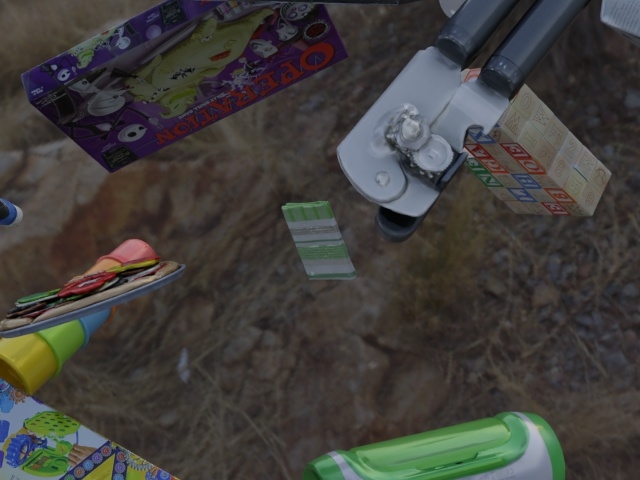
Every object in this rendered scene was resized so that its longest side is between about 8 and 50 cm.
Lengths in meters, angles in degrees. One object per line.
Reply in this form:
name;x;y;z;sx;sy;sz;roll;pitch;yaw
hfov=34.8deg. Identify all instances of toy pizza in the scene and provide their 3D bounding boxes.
toy pizza;-0.237;0.051;1.051;0.201;0.032;0.201;-18;6;2

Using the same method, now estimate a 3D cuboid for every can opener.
can opener;0.112;-0.127;0.715;0.280;0.074;0.093;-51;-6;-11

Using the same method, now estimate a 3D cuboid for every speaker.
speaker;0.134;0.285;1.205;0.297;0.131;0.131;-8;27;-20

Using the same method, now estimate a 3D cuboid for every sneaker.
sneaker;-0.603;-0.066;1.786;0.152;0.084;0.058;19;82;25

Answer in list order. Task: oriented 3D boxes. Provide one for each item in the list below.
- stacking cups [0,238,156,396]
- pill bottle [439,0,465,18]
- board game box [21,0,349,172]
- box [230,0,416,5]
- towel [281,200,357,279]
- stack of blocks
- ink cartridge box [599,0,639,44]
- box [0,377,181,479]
stacking cups;-0.334;0.106;1.415;0.096;0.096;0.316;-6;24;34
pill bottle;0.234;-0.381;1.528;0.065;0.065;0.116;7;42;45
board game box;-0.152;-0.210;1.222;0.347;0.208;0.056;-26;69;7
box;0.006;-0.208;0.785;0.159;0.044;0.233;4;16;15
towel;0.000;0.000;1.807;0.113;0.152;0.023;-2;26;41
stack of blocks;0.312;-0.156;1.663;0.171;0.297;0.087;6;63;55
ink cartridge box;0.357;-0.204;1.025;0.224;0.223;0.045;31;105;24
box;-0.289;0.306;1.137;0.177;0.279;0.290;-61;9;-20
